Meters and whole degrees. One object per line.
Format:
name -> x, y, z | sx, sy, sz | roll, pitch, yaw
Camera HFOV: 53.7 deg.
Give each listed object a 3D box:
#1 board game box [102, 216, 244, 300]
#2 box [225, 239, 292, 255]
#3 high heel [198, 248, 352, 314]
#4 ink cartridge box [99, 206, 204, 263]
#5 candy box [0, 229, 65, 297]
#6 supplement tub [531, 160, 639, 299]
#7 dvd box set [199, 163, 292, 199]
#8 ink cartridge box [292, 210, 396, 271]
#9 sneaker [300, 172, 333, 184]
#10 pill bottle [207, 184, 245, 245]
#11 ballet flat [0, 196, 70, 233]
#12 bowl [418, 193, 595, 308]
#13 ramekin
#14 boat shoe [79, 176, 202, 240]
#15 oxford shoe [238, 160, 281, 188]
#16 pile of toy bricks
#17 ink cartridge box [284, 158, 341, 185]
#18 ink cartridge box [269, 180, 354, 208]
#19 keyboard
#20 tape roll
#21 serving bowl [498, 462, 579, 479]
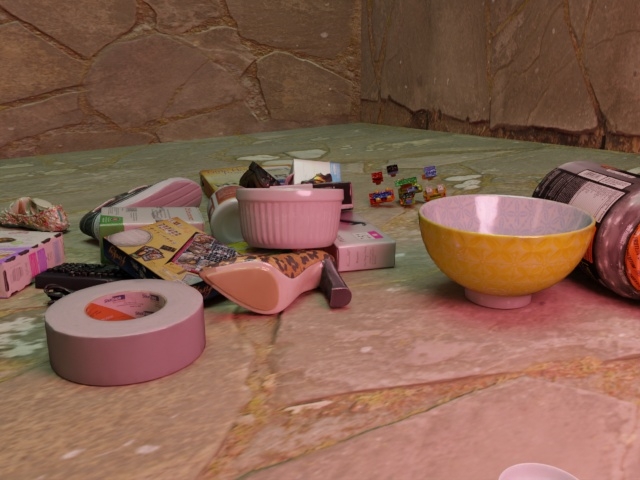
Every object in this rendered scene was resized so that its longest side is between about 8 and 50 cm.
board game box -> -0.259, 0.033, 1.150 | 0.243, 0.042, 0.165 | 27, 33, 37
box -> -0.149, 0.031, 1.257 | 0.105, 0.043, 0.179 | -14, 17, -38
high heel -> -0.088, 0.052, 1.106 | 0.261, 0.093, 0.186 | 9, 18, -18
ink cartridge box -> -0.358, -0.015, 1.345 | 0.208, 0.087, 0.153 | -2, 16, -16
candy box -> -0.617, 0.039, 1.212 | 0.164, 0.070, 0.196 | 2, 17, 9
supplement tub -> 0.545, -0.021, 1.153 | 0.207, 0.207, 0.338 | -3, 18, -9
dvd box set -> -0.177, -0.153, 1.865 | 0.307, 0.062, 0.420 | -6, 18, -18
ink cartridge box -> 0.000, 0.000, 1.355 | 0.238, 0.060, 0.275 | -4, 17, -16
sneaker -> -0.009, -0.146, 1.532 | 0.083, 0.035, 0.031 | -4, 1, -22
pill bottle -> -0.196, -0.060, 1.447 | 0.121, 0.121, 0.216 | -4, 17, -11
ballet flat -> -0.713, -0.069, 1.566 | 0.240, 0.077, 0.091 | 7, 19, 26
bowl -> 0.312, 0.025, 1.090 | 0.289, 0.156, 0.289 | -1, 16, 0
ramekin -> -0.059, -0.045, 1.211 | 0.207, 0.109, 0.207 | 0, 5, 0
boat shoe -> -0.434, -0.087, 1.541 | 0.119, 0.121, 0.335 | 15, 24, 30
oxford shoe -> -0.157, -0.132, 1.582 | 0.082, 0.096, 0.227 | 40, 0, -17
pile of toy bricks -> 0.243, -0.145, 1.799 | 0.212, 0.118, 0.105 | -9, -23, 6
ink cartridge box -> -0.026, -0.148, 1.647 | 0.143, 0.092, 0.090 | 5, 59, -12
ink cartridge box -> -0.010, -0.094, 1.494 | 0.175, 0.069, 0.371 | -4, -1, 3
keyboard -> -0.372, 0.075, 1.158 | 0.316, 0.033, 0.201 | 1, 17, 9
tape roll -> -0.278, 0.125, 0.916 | 0.219, 0.072, 0.219 | 0, 16, 0
serving bowl -> 0.206, 0.243, 0.587 | 0.083, 0.027, 0.083 | -1, 17, 0
